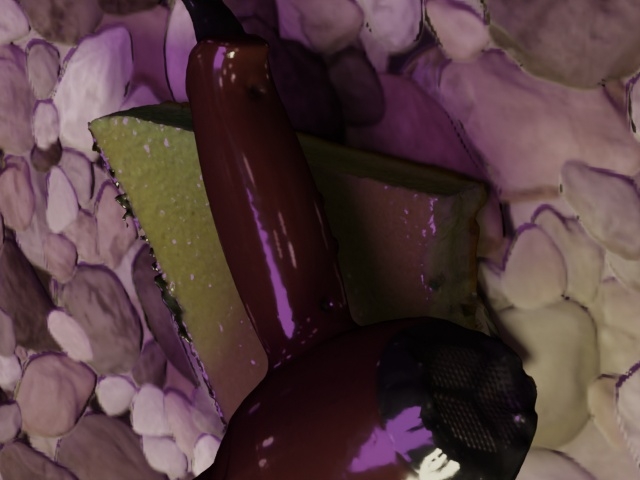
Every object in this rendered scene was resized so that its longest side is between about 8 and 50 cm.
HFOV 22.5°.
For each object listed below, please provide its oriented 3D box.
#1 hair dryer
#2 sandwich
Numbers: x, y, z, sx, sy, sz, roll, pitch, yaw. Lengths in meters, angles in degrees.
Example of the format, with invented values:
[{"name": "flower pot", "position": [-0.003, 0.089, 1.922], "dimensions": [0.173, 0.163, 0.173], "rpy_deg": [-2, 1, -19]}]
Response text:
[{"name": "hair dryer", "position": [-0.046, 0.026, 0.864], "dimensions": [0.313, 0.123, 0.340], "rpy_deg": [-29, 76, 48]}, {"name": "sandwich", "position": [0.000, 0.000, 0.907], "dimensions": [0.212, 0.063, 0.245], "rpy_deg": [-26, 89, 38]}]
